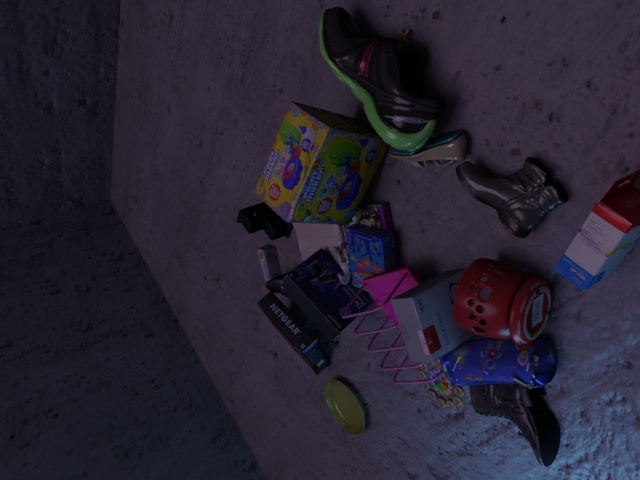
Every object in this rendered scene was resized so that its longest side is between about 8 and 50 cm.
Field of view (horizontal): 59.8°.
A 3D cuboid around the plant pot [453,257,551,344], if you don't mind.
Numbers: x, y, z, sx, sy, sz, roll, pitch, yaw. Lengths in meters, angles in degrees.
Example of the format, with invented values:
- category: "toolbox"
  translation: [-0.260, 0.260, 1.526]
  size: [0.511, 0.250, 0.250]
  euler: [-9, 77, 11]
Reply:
- category: "plant pot"
  translation: [0.445, 0.152, 1.350]
  size: [0.174, 0.191, 0.191]
  euler: [18, 122, 46]

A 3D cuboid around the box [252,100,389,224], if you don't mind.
- category: "box"
  translation: [0.003, -0.213, 1.612]
  size: [0.177, 0.279, 0.290]
  euler: [41, 116, 35]

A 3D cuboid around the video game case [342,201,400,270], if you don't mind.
- category: "video game case"
  translation: [0.156, -0.011, 1.796]
  size: [0.210, 0.042, 0.232]
  euler: [7, 113, 51]

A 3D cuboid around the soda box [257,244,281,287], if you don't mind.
- category: "soda box"
  translation: [-0.213, 0.114, 2.363]
  size: [0.063, 0.058, 0.183]
  euler: [10, 116, 52]

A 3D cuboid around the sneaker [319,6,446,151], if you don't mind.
- category: "sneaker"
  translation: [0.166, -0.452, 1.460]
  size: [0.202, 0.185, 0.483]
  euler: [-45, 66, 30]

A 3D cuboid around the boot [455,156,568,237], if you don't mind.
- category: "boot"
  translation: [0.449, -0.140, 1.303]
  size: [0.246, 0.083, 0.161]
  euler: [48, 135, 19]

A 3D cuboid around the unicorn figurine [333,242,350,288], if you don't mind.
- category: "unicorn figurine"
  translation: [0.075, 0.076, 1.835]
  size: [0.060, 0.162, 0.111]
  euler: [-10, 105, 16]

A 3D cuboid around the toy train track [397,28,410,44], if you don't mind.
- category: "toy train track"
  translation: [0.215, -0.525, 1.463]
  size: [0.048, 0.014, 0.083]
  euler: [54, 150, 9]

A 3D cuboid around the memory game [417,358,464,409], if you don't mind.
- category: "memory game"
  translation: [0.379, 0.452, 1.762]
  size: [0.186, 0.012, 0.186]
  euler: [30, 130, 43]

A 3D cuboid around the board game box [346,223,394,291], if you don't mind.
- category: "board game box"
  translation: [0.160, 0.065, 1.750]
  size: [0.160, 0.047, 0.210]
  euler: [18, 124, 47]

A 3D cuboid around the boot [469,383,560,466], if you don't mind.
- category: "boot"
  translation: [0.517, 0.471, 1.523]
  size: [0.229, 0.091, 0.263]
  euler: [-22, 80, 57]

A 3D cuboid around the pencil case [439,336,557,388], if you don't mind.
- category: "pencil case"
  translation: [0.456, 0.321, 1.448]
  size: [0.119, 0.133, 0.306]
  euler: [42, 146, -25]

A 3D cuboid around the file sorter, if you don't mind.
- category: "file sorter"
  translation: [0.230, 0.256, 1.619]
  size: [0.291, 0.182, 0.202]
  euler: [52, 142, -13]

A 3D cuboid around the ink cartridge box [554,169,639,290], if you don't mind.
- category: "ink cartridge box"
  translation: [0.584, -0.021, 1.111]
  size: [0.078, 0.134, 0.231]
  euler: [46, 141, 31]

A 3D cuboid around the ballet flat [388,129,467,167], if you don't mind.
- category: "ballet flat"
  translation: [0.285, -0.229, 1.474]
  size: [0.248, 0.086, 0.086]
  euler: [2, 109, 53]

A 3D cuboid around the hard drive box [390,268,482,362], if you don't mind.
- category: "hard drive box"
  translation: [0.323, 0.200, 1.507]
  size: [0.089, 0.232, 0.181]
  euler: [-14, 97, 56]

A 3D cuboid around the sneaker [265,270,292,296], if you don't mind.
- category: "sneaker"
  translation: [-0.105, 0.192, 2.197]
  size: [0.341, 0.125, 0.140]
  euler: [-16, 96, 57]

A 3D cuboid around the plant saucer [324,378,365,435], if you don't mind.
- category: "plant saucer"
  translation: [0.105, 0.663, 2.236]
  size: [0.241, 0.037, 0.241]
  euler: [31, 131, 42]

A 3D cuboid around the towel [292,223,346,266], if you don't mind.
- category: "towel"
  translation: [0.000, 0.000, 2.014]
  size: [0.282, 0.049, 0.187]
  euler: [-1, 108, 54]

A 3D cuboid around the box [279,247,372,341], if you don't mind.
- category: "box"
  translation: [0.018, 0.184, 1.916]
  size: [0.261, 0.184, 0.103]
  euler: [46, 148, 10]

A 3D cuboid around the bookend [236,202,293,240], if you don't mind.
- category: "bookend"
  translation: [-0.221, -0.066, 2.188]
  size: [0.156, 0.157, 0.072]
  euler: [52, 143, 25]

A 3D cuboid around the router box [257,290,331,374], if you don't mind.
- category: "router box"
  translation: [-0.105, 0.374, 2.246]
  size: [0.309, 0.081, 0.243]
  euler: [41, 165, 35]
